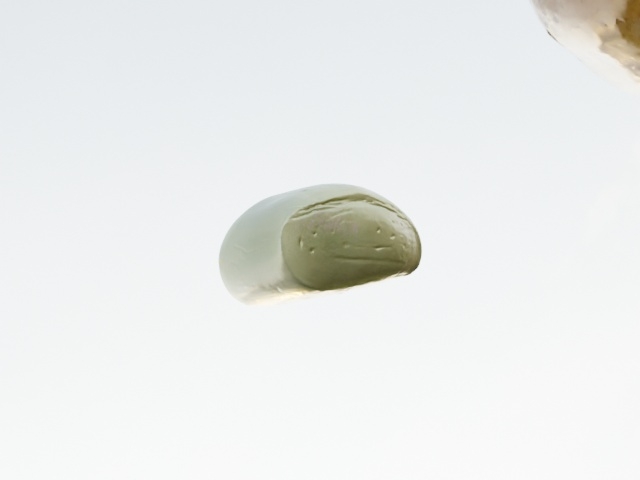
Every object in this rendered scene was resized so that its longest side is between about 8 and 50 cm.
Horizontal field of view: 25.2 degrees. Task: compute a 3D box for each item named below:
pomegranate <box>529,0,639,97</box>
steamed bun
[{"bbox_3d":[0.188,-0.173,0.691,0.215,0.215,0.215,-26,-38,-23],"label":"pomegranate"},{"bbox_3d":[0.000,0.000,1.953,0.250,0.154,0.200,-12,-1,-37],"label":"steamed bun"}]
